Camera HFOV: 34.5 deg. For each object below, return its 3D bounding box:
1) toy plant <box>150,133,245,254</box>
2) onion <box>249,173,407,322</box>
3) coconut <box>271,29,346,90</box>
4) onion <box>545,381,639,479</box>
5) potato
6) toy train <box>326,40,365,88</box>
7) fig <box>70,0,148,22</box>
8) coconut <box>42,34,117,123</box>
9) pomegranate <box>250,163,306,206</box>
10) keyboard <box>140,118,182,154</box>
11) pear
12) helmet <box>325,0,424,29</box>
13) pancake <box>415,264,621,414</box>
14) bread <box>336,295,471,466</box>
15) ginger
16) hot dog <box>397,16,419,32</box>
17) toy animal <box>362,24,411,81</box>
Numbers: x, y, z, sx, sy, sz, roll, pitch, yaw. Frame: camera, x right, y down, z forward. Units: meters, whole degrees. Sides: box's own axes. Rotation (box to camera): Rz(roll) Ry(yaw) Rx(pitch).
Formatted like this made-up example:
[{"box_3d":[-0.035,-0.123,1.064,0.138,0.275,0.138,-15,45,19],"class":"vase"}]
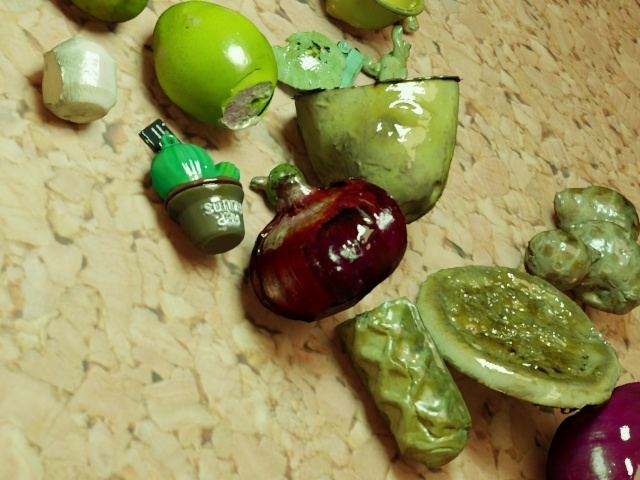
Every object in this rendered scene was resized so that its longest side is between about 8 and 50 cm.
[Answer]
[{"box_3d":[-0.173,-0.078,1.507,0.143,0.105,0.200,-5,61,-36],"class":"toy plant"},{"box_3d":[0.000,0.000,1.516,0.219,0.252,0.252,54,39,-16],"class":"onion"},{"box_3d":[-0.013,-0.317,1.828,0.158,0.055,0.133,-35,82,-33],"class":"coconut"},{"box_3d":[0.606,0.408,1.677,0.398,0.420,0.398,15,61,-29],"class":"onion"},{"box_3d":[0.099,-0.137,1.720,0.289,0.300,0.237,-20,105,-80],"class":"potato"},{"box_3d":[0.037,-0.319,1.925,0.071,0.038,0.148,41,43,-15],"class":"toy train"},{"box_3d":[-0.327,-0.419,1.588,0.142,0.148,0.186,18,15,-19],"class":"fig"},{"box_3d":[-0.343,-0.234,1.455,0.110,0.110,0.124,6,66,-41],"class":"coconut"},{"box_3d":[-0.063,-0.091,1.646,0.084,0.073,0.073,28,47,-28],"class":"pomegranate"},{"box_3d":[-0.210,-0.118,1.571,0.155,0.010,0.053,49,41,-6],"class":"keyboard"},{"box_3d":[-0.168,-0.284,1.608,0.187,0.187,0.220,-6,49,-46],"class":"pear"},{"box_3d":[0.078,-0.483,2.000,0.257,0.140,0.205,-21,77,-55],"class":"helmet"},{"box_3d":[0.338,0.155,1.751,0.382,0.071,0.382,16,29,-9],"class":"pancake"},{"box_3d":[0.137,0.218,1.581,0.152,0.130,0.268,-10,70,-56],"class":"bread"},{"box_3d":[0.565,-0.001,2.112,0.256,0.176,0.375,35,41,2],"class":"ginger"},{"box_3d":[0.156,-0.534,2.182,0.066,0.047,0.216,52,19,-69],"class":"hot dog"},{"box_3d":[0.140,-0.322,2.000,0.101,0.103,0.219,42,36,-43],"class":"toy animal"}]
